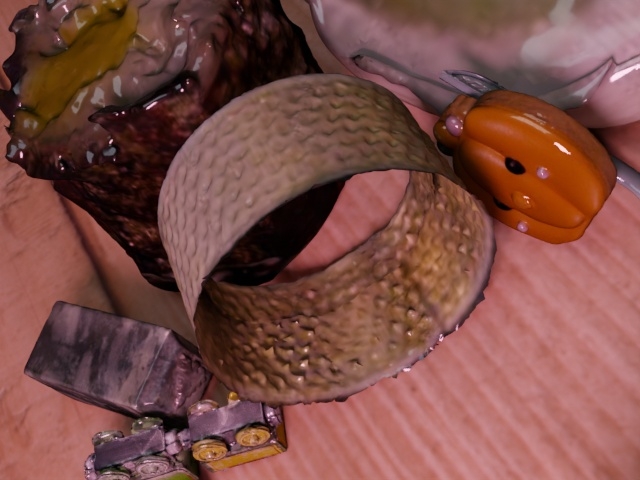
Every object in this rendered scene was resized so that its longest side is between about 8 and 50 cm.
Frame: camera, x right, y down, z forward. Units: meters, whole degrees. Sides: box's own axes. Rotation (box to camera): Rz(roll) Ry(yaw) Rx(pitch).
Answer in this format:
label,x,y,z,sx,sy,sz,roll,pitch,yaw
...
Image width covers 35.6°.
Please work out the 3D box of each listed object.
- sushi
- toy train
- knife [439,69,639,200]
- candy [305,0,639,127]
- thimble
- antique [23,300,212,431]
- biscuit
label,x,y,z,sx,sy,sz,roll,pitch,yaw
sushi,-0.139,-0.133,1.006,0.281,0.294,0.299,-20,52,19
toy train,-0.124,0.195,0.940,0.202,0.081,0.060,-19,54,12
knife,0.194,-0.093,0.843,0.210,0.015,0.028,34,55,13
candy,0.200,-0.279,0.947,0.427,0.186,0.386,42,109,32
thimble,0.000,0.000,0.857,0.270,0.271,0.150,-35,47,8
antique,-0.201,0.130,1.018,0.183,0.088,0.086,9,68,36
biscuit,0.164,-0.060,0.850,0.170,0.170,0.050,22,64,39
